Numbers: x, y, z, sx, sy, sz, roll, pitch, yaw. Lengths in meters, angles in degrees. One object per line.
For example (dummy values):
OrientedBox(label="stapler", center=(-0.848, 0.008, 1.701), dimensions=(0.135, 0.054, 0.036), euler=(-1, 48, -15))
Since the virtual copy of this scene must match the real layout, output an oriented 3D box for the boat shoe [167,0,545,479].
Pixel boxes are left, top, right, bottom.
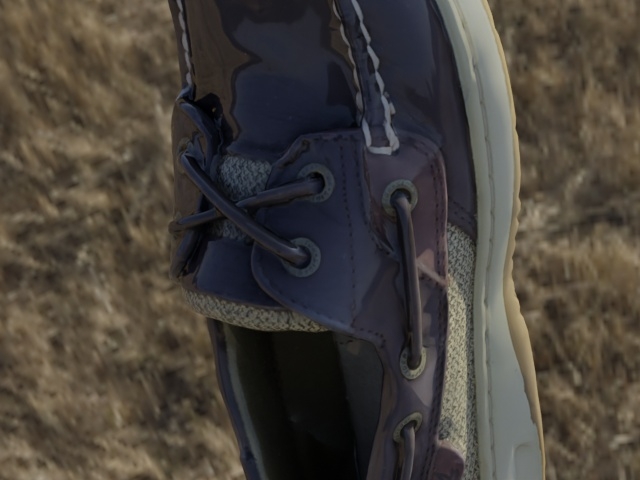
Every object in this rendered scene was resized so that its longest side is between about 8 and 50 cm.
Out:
OrientedBox(label="boat shoe", center=(0.000, 0.000, 0.554), dimensions=(0.103, 0.285, 0.092), euler=(16, 40, 42))
